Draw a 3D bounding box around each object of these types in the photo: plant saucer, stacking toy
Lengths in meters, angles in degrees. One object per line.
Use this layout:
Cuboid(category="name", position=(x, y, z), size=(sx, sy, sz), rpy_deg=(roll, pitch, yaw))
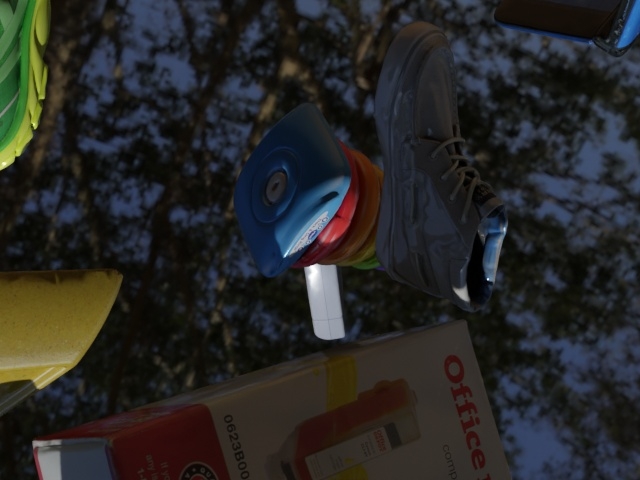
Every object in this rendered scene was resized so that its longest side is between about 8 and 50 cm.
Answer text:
Cuboid(category="plant saucer", position=(-0.396, 0.132, 1.143), size=(0.333, 0.332, 0.081), rpy_deg=(0, -116, -46))
Cuboid(category="stacking toy", position=(0.059, -0.023, 1.449), size=(0.302, 0.175, 0.166), rpy_deg=(19, -148, -38))

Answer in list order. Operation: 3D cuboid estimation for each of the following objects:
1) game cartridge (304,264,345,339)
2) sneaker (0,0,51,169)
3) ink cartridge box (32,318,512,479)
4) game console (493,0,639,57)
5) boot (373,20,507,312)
Cuboid(category="game cartridge", position=(0.000, 0.000, 1.844), size=(0.060, 0.294, 0.196), rpy_deg=(-8, -143, 0))
Cuboid(category="sneaker", position=(-0.253, -0.195, 0.838), size=(0.109, 0.296, 0.123), rpy_deg=(3, -179, 37))
Cuboid(category="ink cartridge box", position=(-0.016, 0.248, 1.040), size=(0.384, 0.160, 0.279), rpy_deg=(-14, -92, -37))
Cuboid(category="game console", position=(0.351, -0.364, 1.331), size=(0.173, 0.250, 0.293), rpy_deg=(35, -109, 15))
Cuboid(category="boot", position=(0.120, -0.062, 1.079), size=(0.095, 0.258, 0.123), rpy_deg=(-27, -142, -36))
